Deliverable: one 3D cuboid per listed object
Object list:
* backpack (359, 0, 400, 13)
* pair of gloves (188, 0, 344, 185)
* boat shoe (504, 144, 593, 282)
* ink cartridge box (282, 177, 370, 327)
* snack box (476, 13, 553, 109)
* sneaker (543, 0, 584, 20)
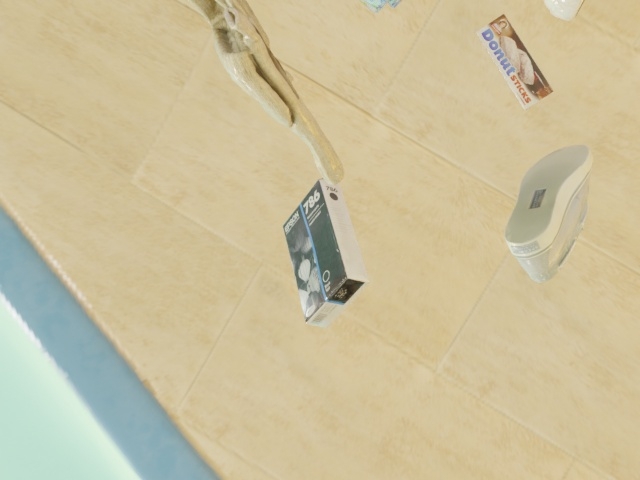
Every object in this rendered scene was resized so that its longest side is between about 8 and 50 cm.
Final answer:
[{"bbox_3d":[0.063,-0.331,1.093,0.084,0.105,0.114,-44,96,-4],"label":"backpack"},{"bbox_3d":[-0.067,-0.169,0.796,0.042,0.204,0.240,-32,50,5],"label":"pair of gloves"},{"bbox_3d":[0.287,-0.034,1.140,0.079,0.227,0.081,-7,122,37],"label":"boat shoe"},{"bbox_3d":[0.000,0.000,1.941,0.065,0.333,0.165,13,134,-30],"label":"ink cartridge box"},{"bbox_3d":[0.373,-0.342,1.780,0.064,0.022,0.178,-33,88,14],"label":"snack box"},{"bbox_3d":[0.216,-0.334,0.904,0.123,0.106,0.290,11,60,1],"label":"sneaker"}]
